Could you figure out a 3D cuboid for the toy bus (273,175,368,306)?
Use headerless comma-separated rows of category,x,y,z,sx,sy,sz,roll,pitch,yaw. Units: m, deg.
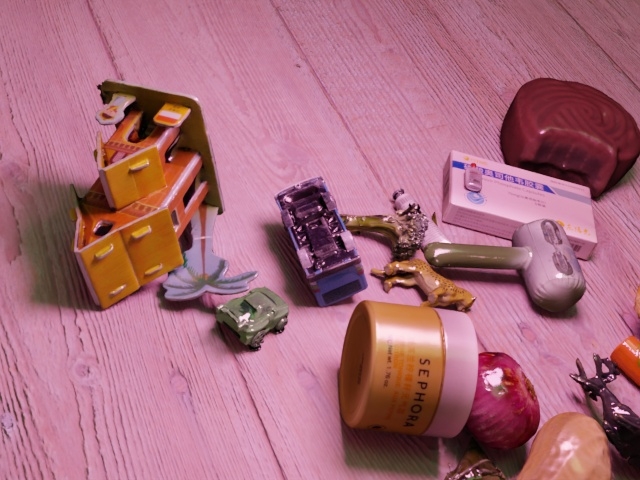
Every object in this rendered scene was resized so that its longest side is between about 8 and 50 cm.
toy bus,0.000,0.000,1.904,0.116,0.133,0.234,-23,50,0

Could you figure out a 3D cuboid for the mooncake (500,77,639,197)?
mooncake,0.598,-0.256,2.384,0.326,0.174,0.334,42,45,20

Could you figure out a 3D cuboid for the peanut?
peanut,0.397,0.411,1.618,0.147,0.147,0.319,30,44,11

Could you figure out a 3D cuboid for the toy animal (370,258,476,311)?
toy animal,0.205,0.084,1.954,0.136,0.073,0.181,-16,40,-44

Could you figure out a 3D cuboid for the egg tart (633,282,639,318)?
egg tart,0.785,0.189,2.007,0.341,0.129,0.341,10,41,-9

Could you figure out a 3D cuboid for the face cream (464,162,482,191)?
face cream,0.338,-0.142,2.171,0.040,0.021,0.083,15,42,-4

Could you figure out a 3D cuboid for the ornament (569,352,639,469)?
ornament,0.553,0.309,1.816,0.202,0.080,0.236,40,17,-26

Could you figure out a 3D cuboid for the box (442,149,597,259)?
box,0.446,-0.082,2.214,0.343,0.065,0.200,15,42,-5

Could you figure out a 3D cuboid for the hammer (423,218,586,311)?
hammer,0.369,0.044,2.019,0.335,0.119,0.206,3,43,-13

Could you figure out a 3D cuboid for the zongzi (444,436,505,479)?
zongzi,0.238,0.382,1.654,0.109,0.055,0.119,-5,35,-23

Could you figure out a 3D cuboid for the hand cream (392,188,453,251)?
hand cream,0.213,-0.035,2.094,0.067,0.042,0.194,-28,57,-7

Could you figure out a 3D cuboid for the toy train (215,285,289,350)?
toy train,-0.121,0.131,1.760,0.099,0.081,0.149,39,45,22

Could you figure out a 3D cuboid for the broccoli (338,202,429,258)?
broccoli,0.120,-0.028,2.023,0.204,0.118,0.122,8,71,10

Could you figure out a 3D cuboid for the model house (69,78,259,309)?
model house,-0.284,-0.051,1.724,0.340,0.300,0.324,14,52,18

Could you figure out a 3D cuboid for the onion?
onion,0.302,0.280,1.706,0.153,0.177,0.177,-41,62,-2

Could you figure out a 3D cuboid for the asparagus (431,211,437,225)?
asparagus,0.250,-0.003,2.094,0.013,0.016,0.166,-17,43,14

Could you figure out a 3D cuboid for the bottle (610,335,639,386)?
bottle,0.656,0.270,1.917,0.069,0.069,0.187,-23,58,-38

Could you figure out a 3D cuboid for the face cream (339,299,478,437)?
face cream,0.143,0.217,1.663,0.179,0.218,0.218,8,43,-11
